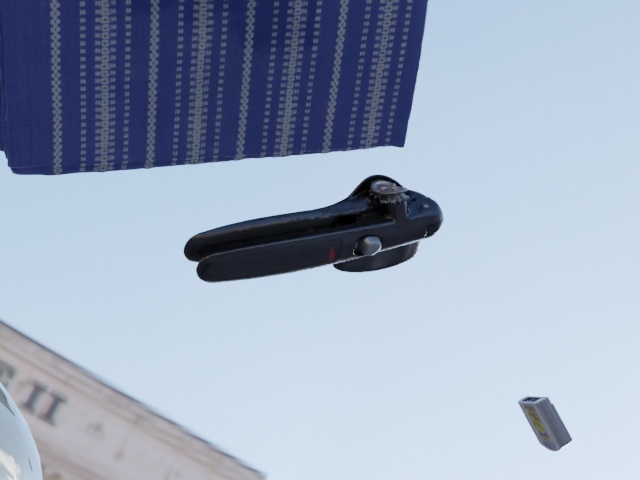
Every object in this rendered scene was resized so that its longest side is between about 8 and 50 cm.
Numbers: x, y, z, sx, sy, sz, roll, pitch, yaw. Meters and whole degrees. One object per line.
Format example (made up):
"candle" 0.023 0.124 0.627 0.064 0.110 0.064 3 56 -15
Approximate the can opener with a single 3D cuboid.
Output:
"can opener" 0.000 0.000 0.886 0.186 0.059 0.073 -10 -65 -29

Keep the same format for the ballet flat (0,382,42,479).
"ballet flat" -0.140 0.017 0.233 0.248 0.086 0.086 29 -46 -35

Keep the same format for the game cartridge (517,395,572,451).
"game cartridge" 0.219 0.179 1.289 0.017 0.083 0.056 -32 -93 -8

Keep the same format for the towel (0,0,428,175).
"towel" -0.082 -0.165 1.001 0.335 0.040 0.243 -5 -52 -14
